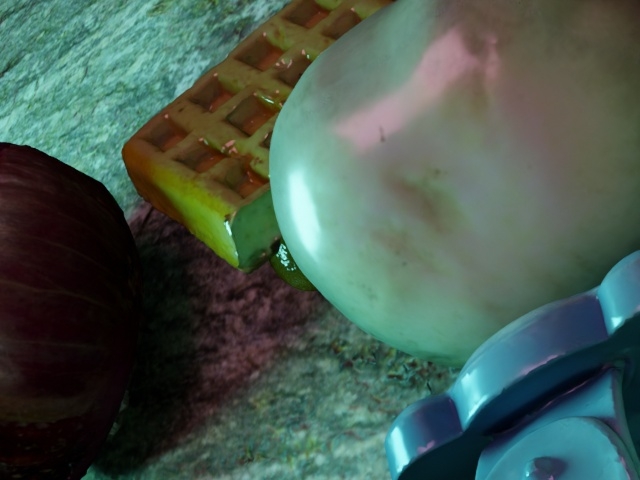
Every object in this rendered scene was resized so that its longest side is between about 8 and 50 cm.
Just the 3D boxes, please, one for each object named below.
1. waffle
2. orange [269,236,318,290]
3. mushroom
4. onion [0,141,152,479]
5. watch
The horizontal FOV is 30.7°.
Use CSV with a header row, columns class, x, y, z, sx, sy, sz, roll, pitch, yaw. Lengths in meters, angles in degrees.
class,x,y,z,sx,sy,sz,roll,pitch,yaw
waffle,-0.025,-0.102,0.908,0.248,0.055,0.221,-42,35,-11
orange,0.000,0.000,0.879,0.085,0.085,0.085,-26,51,37
mushroom,0.106,-0.054,0.711,0.260,0.234,0.253,9,110,14
onion,-0.349,0.060,1.000,0.348,0.385,0.347,-46,34,45
watch,0.157,0.127,0.560,0.211,0.211,0.193,-38,59,28
